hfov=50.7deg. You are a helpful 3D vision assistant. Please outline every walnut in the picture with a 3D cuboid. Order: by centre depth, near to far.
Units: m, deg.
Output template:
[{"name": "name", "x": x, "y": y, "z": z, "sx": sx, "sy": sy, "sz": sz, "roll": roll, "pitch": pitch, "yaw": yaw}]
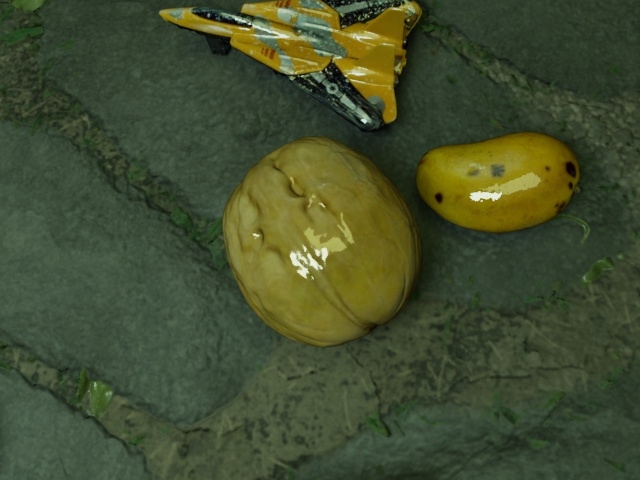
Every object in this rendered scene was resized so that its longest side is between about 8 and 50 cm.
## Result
[{"name": "walnut", "x": 0.000, "y": 0.000, "z": 0.707, "sx": 0.195, "sy": 0.195, "sz": 0.222, "roll": -32, "pitch": 65, "yaw": -6}]

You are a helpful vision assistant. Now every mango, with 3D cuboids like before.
[{"name": "mango", "x": 0.198, "y": -0.064, "z": 0.760, "sx": 0.178, "sy": 0.090, "sz": 0.115, "roll": -7, "pitch": 61, "yaw": 6}]

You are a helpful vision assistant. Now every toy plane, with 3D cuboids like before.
[{"name": "toy plane", "x": -0.046, "y": -0.244, "z": 0.839, "sx": 0.316, "sy": 0.103, "sz": 0.204, "roll": 10, "pitch": 71, "yaw": 15}]
